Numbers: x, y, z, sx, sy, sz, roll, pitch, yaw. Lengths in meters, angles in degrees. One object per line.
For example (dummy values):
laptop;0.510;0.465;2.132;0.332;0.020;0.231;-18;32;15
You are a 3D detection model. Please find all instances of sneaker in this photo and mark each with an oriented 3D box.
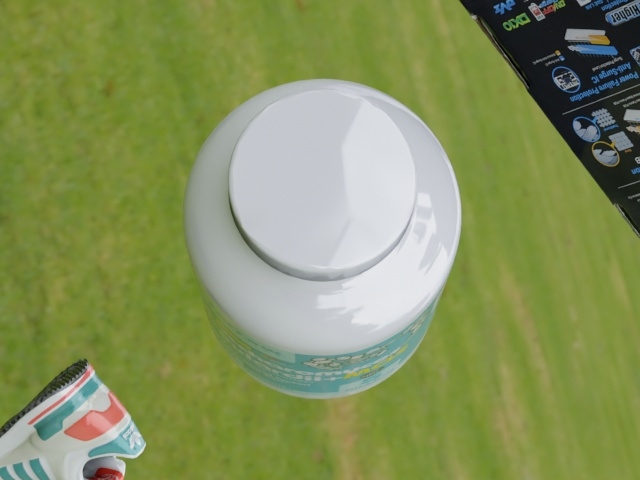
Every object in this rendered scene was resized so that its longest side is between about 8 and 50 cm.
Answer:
sneaker;-0.166;0.138;1.074;0.075;0.161;0.057;46;42;-4

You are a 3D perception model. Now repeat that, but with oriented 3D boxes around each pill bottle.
pill bottle;0.000;0.000;0.959;0.264;0.146;0.146;89;-11;-77

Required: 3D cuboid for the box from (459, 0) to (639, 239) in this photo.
box;0.233;-0.099;0.859;0.293;0.295;0.073;49;57;-14
